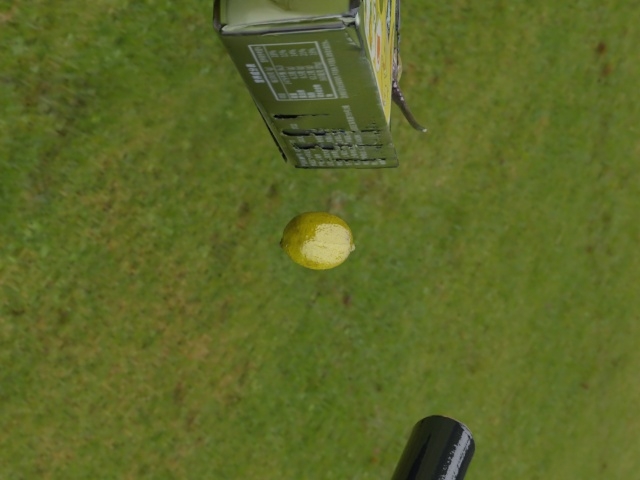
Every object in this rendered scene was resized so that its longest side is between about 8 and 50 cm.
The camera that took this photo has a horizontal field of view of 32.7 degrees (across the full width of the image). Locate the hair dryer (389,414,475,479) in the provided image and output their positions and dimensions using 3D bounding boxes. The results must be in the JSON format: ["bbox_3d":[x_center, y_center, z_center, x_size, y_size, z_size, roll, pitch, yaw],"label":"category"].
[{"bbox_3d":[0.157,0.310,1.095,0.070,0.255,0.128,-29,-171,30],"label":"hair dryer"}]

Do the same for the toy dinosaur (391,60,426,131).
[{"bbox_3d":[0.089,-0.259,1.665,0.200,0.072,0.251,121,-40,-80],"label":"toy dinosaur"}]

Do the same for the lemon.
[{"bbox_3d":[0.000,0.000,1.520,0.110,0.082,0.082,5,118,-23],"label":"lemon"}]

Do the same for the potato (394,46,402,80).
[{"bbox_3d":[0.048,-0.297,1.981,0.138,0.243,0.098,-22,110,-48],"label":"potato"}]

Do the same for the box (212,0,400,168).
[{"bbox_3d":[0.002,-0.307,1.123,0.420,0.138,0.373,61,28,-75],"label":"box"}]
